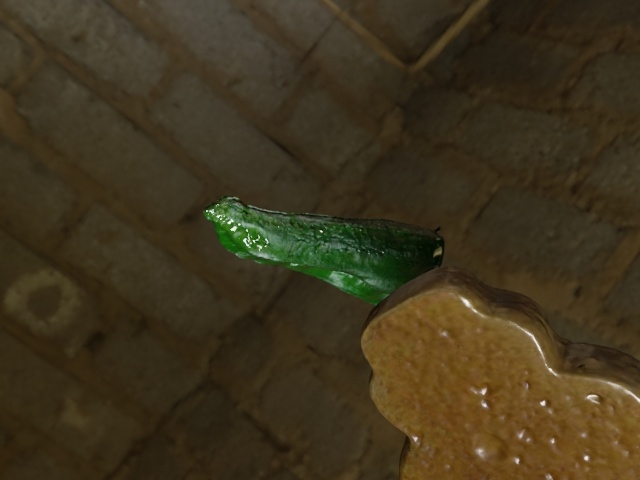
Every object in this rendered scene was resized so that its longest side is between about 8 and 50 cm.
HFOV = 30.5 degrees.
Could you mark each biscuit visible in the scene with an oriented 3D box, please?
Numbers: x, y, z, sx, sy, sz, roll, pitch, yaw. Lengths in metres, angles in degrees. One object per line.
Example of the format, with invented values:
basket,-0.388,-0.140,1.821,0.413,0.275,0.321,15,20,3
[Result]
biscuit,0.157,0.145,0.722,0.320,0.183,0.047,31,-142,7

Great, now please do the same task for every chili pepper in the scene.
chili pepper,0.000,0.000,0.947,0.227,0.088,0.059,18,-158,-38
